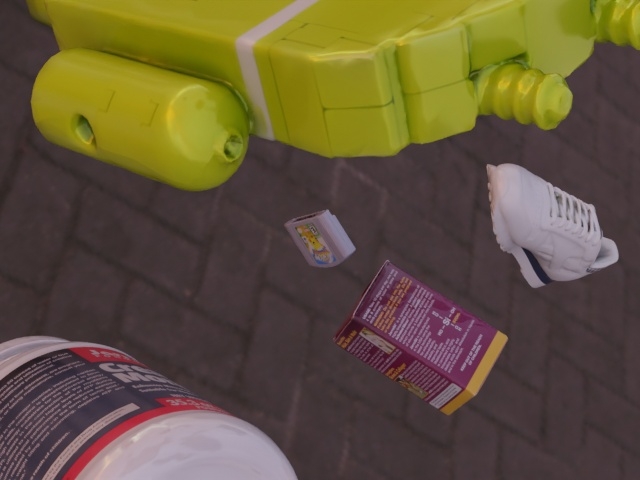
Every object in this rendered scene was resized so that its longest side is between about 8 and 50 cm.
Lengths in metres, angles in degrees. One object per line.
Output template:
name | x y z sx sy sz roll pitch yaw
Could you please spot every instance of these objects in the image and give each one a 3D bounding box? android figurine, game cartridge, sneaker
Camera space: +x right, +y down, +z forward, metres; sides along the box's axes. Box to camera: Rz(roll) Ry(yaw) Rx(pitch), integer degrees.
android figurine | 0.005 -0.102 0.555 0.248 0.273 0.056 -40 133 -34
game cartridge | 0.000 0.000 1.292 0.017 0.083 0.056 -41 103 -26
sneaker | 0.237 -0.022 1.378 0.235 0.095 0.090 37 52 -58

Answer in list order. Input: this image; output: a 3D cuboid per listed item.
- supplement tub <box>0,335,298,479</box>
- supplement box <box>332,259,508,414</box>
supplement tub | -0.155 0.181 0.949 0.191 0.272 0.191 -10 107 -34
supplement box | 0.057 0.057 0.767 0.083 0.055 0.043 33 68 0
